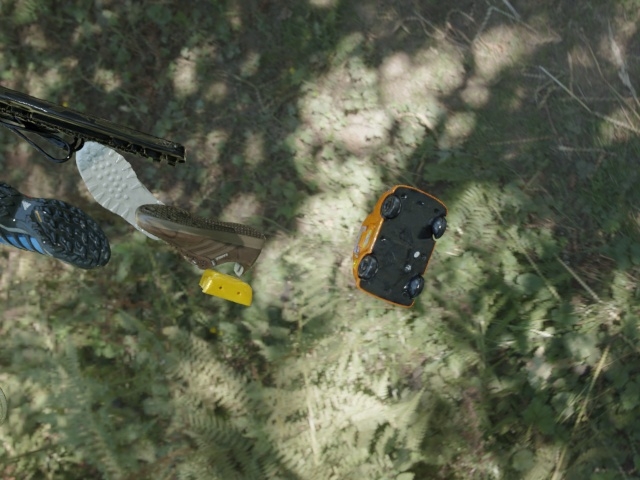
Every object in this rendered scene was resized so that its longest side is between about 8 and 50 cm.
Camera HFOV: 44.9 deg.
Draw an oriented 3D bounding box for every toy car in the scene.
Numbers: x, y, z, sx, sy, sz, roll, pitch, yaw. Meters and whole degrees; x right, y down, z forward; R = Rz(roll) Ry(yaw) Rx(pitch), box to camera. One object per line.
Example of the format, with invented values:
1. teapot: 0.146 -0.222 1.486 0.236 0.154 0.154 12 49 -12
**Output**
1. toy car: 0.000 0.000 0.376 0.040 0.122 0.060 -164 78 -68

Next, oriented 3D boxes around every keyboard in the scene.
1. keyboard: -0.178 -0.071 0.475 0.192 0.100 0.038 18 94 -10

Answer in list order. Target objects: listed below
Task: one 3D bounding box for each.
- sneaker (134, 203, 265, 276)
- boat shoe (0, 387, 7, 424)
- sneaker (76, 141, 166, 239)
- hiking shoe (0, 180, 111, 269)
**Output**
1. sneaker: -0.161 0.006 1.024 0.066 0.188 0.071 45 115 53
2. boat shoe: -0.410 0.152 0.717 0.224 0.073 0.080 9 105 4
3. sneaker: -0.373 -0.092 1.440 0.090 0.235 0.095 -45 35 -11
4. hiking shoe: -0.560 -0.026 1.546 0.304 0.132 0.113 28 64 -8
